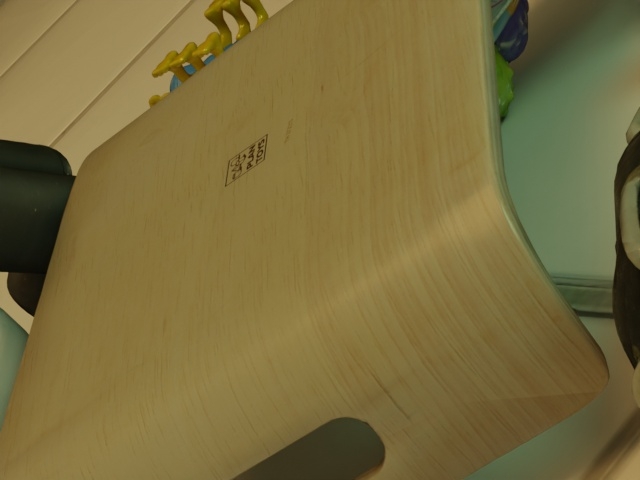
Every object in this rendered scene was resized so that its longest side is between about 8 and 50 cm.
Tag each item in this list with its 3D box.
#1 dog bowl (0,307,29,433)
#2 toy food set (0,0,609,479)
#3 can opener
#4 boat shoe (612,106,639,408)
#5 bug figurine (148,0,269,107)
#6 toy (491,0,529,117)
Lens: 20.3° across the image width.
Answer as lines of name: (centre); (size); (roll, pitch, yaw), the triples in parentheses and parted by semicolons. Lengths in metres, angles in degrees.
dog bowl: (-0.195, 0.155, 0.751); (0.265, 0.104, 0.265); (-37, 19, 15)
toy food set: (0.000, 0.000, 0.682); (0.219, 0.092, 0.306); (-34, 27, 23)
can opener: (-0.134, 0.007, 0.831); (0.095, 0.076, 0.283); (-66, -22, 8)
boat shoe: (0.131, 0.010, 0.427); (0.335, 0.121, 0.119); (-64, -4, -61)
bug figurine: (0.023, -0.160, 1.056); (0.216, 0.072, 0.279); (-18, 25, 39)
toy: (0.046, -0.067, 0.830); (0.237, 0.056, 0.137); (-47, 22, -6)
